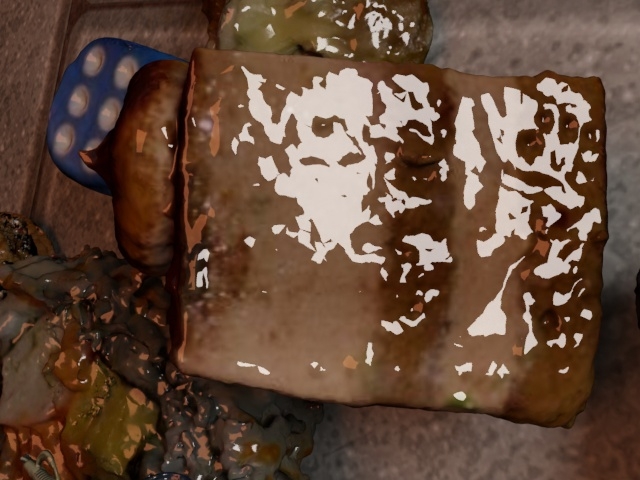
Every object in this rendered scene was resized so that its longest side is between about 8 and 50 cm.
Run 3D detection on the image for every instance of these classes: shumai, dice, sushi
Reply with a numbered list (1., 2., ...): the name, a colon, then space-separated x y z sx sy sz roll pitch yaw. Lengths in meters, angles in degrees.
1. shumai: -0.024 -0.165 0.600 0.209 0.153 0.161 -14 68 41
2. dice: -0.164 -0.109 0.707 0.146 0.146 0.143 24 96 35
3. sushi: -0.171 0.196 0.641 0.417 0.175 0.418 0 90 36

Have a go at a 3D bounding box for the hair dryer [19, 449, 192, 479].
1. hair dryer: -0.147 0.235 0.494 0.199 0.067 0.167 -6 90 39

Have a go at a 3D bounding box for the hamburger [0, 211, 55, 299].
1. hamburger: -0.433 0.068 0.927 0.231 0.106 0.231 -3 86 41

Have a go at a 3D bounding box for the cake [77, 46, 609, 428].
1. cake: 0.000 0.000 0.437 0.196 0.293 0.199 -177 92 -81

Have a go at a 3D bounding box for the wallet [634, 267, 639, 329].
1. wallet: 0.266 0.080 0.336 0.229 0.049 0.182 -8 78 43
